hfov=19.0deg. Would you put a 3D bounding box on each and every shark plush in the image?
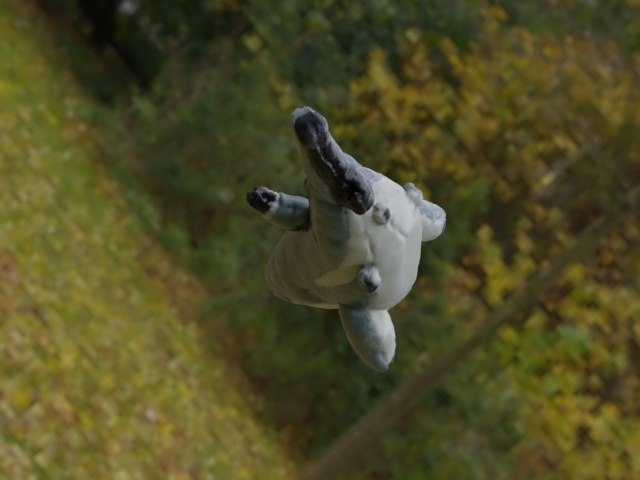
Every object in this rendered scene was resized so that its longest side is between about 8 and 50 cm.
[{"bbox_3d":[0.000,0.000,0.731,0.067,0.073,0.161,18,-8,13],"label":"shark plush"}]
